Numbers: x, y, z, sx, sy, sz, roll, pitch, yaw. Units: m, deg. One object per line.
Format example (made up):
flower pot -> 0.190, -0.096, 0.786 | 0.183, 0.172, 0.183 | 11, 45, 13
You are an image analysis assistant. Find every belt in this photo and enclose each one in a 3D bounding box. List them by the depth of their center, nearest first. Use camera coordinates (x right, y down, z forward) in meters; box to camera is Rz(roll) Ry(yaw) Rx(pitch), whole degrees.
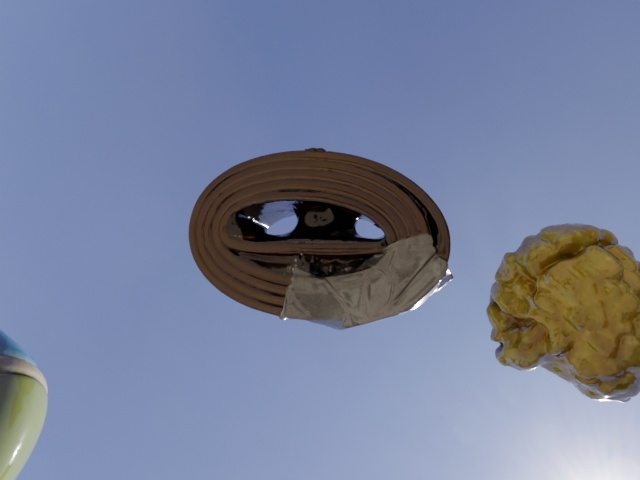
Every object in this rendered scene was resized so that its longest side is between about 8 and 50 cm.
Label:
belt -> 0.000, 0.000, 0.623 | 0.339, 0.122, 0.217 | 6, -95, 19

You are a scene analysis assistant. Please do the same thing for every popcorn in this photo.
popcorn -> 0.315, 0.099, 0.612 | 0.203, 0.226, 0.200 | -25, -143, 8

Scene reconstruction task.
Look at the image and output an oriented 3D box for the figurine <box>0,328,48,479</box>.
figurine -> -0.229, 0.171, 0.269 | 0.180, 0.154, 0.262 | -48, -147, 40
